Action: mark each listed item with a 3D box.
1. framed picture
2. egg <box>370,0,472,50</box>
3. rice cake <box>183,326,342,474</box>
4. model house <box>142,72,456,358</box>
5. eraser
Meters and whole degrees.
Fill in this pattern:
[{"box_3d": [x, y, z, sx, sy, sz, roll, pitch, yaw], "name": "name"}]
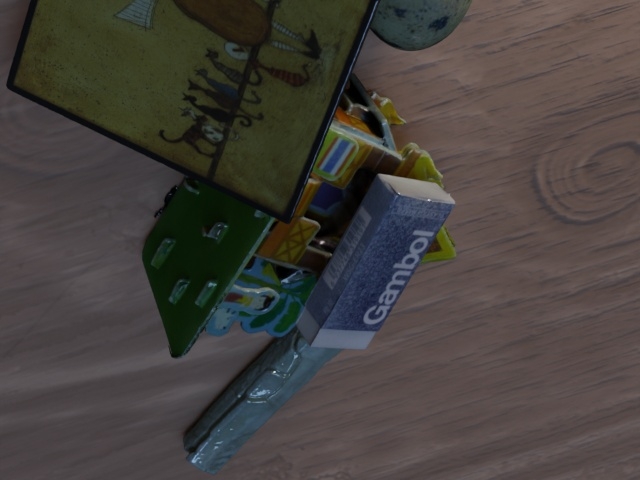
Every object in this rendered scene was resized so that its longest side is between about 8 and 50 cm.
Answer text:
[{"box_3d": [-0.136, -0.197, 1.219, 0.338, 0.014, 0.255, 26, 112, 7], "name": "framed picture"}, {"box_3d": [0.102, -0.286, 1.332, 0.141, 0.141, 0.182, -11, 142, -7], "name": "egg"}, {"box_3d": [-0.058, 0.183, 1.631, 0.066, 0.063, 0.336, 31, 109, -37], "name": "rice cake"}, {"box_3d": [0.000, 0.000, 1.431, 0.313, 0.242, 0.358, 22, 112, -28], "name": "model house"}, {"box_3d": [0.057, 0.026, 1.342, 0.092, 0.046, 0.212, 7, 123, -40], "name": "eraser"}]
